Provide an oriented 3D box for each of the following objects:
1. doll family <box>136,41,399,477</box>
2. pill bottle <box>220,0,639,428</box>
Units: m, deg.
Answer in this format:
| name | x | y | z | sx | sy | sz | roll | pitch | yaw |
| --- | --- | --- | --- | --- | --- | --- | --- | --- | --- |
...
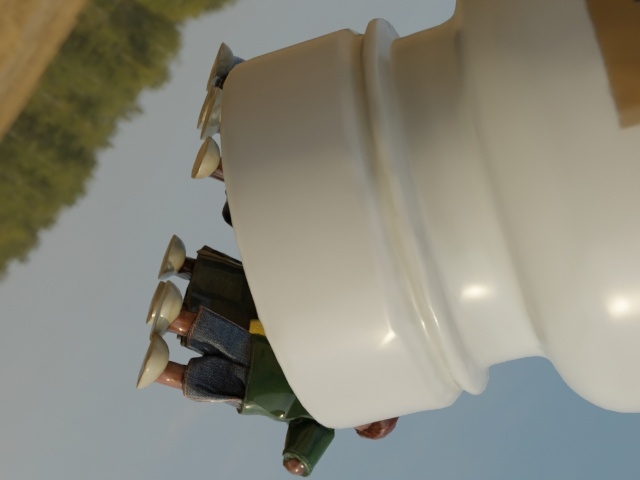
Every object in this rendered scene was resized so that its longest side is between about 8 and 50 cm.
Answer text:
| name | x | y | z | sx | sy | sz | roll | pitch | yaw |
| --- | --- | --- | --- | --- | --- | --- | --- | --- | --- |
| doll family | 0.000 | 0.000 | 0.557 | 0.076 | 0.111 | 0.193 | 129 | -25 | -66 |
| pill bottle | 0.099 | -0.028 | 0.365 | 0.229 | 0.131 | 0.131 | -15 | -156 | 12 |
